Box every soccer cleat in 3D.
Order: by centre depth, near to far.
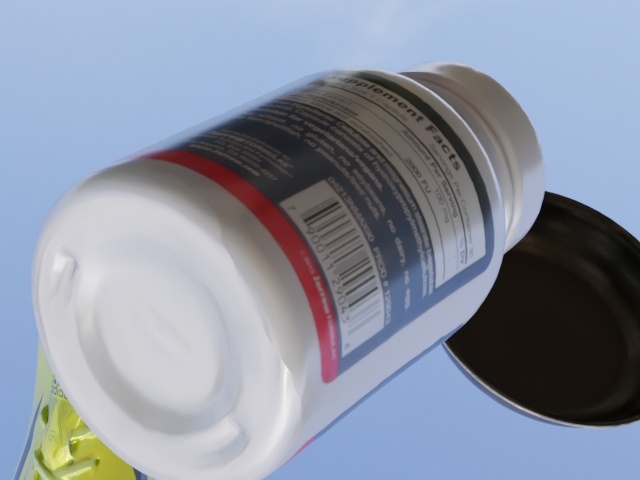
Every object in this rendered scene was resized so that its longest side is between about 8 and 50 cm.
[{"bbox_3d":[-0.130,0.111,0.831,0.093,0.121,0.289,5,-112,5],"label":"soccer cleat"}]

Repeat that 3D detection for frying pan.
[{"bbox_3d":[0.199,0.022,1.065,0.326,0.053,0.197,-29,-113,-38],"label":"frying pan"}]

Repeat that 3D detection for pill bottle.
[{"bbox_3d":[0.000,0.000,0.523,0.108,0.108,0.180,29,-145,24],"label":"pill bottle"}]
